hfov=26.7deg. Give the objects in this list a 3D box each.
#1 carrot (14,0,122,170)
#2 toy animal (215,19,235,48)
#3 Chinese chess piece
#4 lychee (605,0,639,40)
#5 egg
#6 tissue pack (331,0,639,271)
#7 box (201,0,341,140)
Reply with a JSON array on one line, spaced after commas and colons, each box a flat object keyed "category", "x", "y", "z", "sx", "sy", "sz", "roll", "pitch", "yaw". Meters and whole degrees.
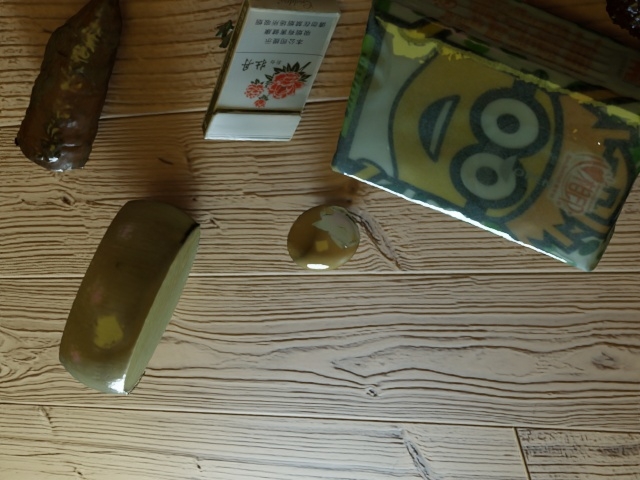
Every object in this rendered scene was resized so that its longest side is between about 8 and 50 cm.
[{"category": "carrot", "x": -0.289, "y": -0.202, "z": 1.624, "sx": 0.102, "sy": 0.102, "sz": 0.263, "roll": 32, "pitch": 128, "yaw": 1}, {"category": "toy animal", "x": -0.069, "y": -0.237, "z": 1.496, "sx": 0.075, "sy": 0.041, "sz": 0.217, "roll": 7, "pitch": 140, "yaw": -26}, {"category": "Chinese chess piece", "x": -0.239, "y": 0.069, "z": 1.693, "sx": 0.097, "sy": 0.251, "sz": 0.251, "roll": 23, "pitch": 133, "yaw": 1}, {"category": "lychee", "x": 0.327, "y": -0.233, "z": 1.251, "sx": 0.123, "sy": 0.123, "sz": 0.129, "roll": 45, "pitch": 144, "yaw": -12}, {"category": "egg", "x": 0.000, "y": 0.000, "z": 1.634, "sx": 0.080, "sy": 0.080, "sz": 0.096, "roll": 45, "pitch": 128, "yaw": -12}, {"category": "tissue pack", "x": 0.187, "y": -0.129, "z": 1.400, "sx": 0.310, "sy": 0.128, "sz": 0.228, "roll": 23, "pitch": 135, "yaw": 9}, {"category": "box", "x": -0.057, "y": -0.189, "z": 1.505, "sx": 0.109, "sy": 0.029, "sz": 0.198, "roll": 0, "pitch": 139, "yaw": -24}]
